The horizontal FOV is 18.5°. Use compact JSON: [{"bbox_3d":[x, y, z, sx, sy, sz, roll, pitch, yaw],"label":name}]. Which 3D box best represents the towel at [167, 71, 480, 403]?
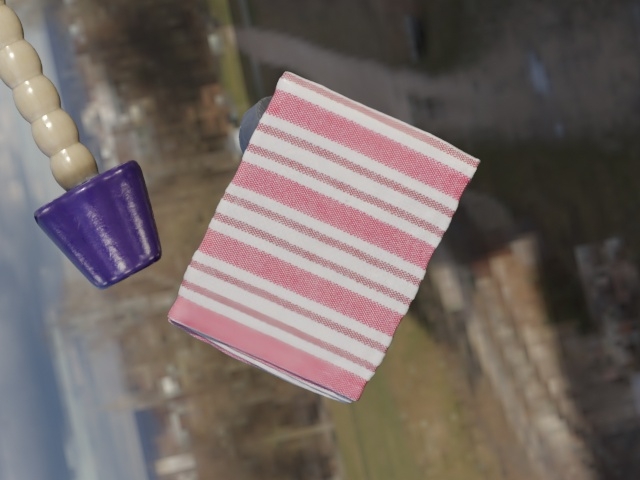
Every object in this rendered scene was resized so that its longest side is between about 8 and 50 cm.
[{"bbox_3d":[0.000,0.000,1.298,0.029,0.144,0.197,-81,16,-72],"label":"towel"}]

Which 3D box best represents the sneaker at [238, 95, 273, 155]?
[{"bbox_3d":[-0.014,-0.036,1.776,0.319,0.131,0.112,27,-146,-62],"label":"sneaker"}]

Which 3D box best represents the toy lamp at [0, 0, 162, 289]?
[{"bbox_3d":[-0.188,-0.097,1.270,0.274,0.080,0.080,60,174,-2],"label":"toy lamp"}]
